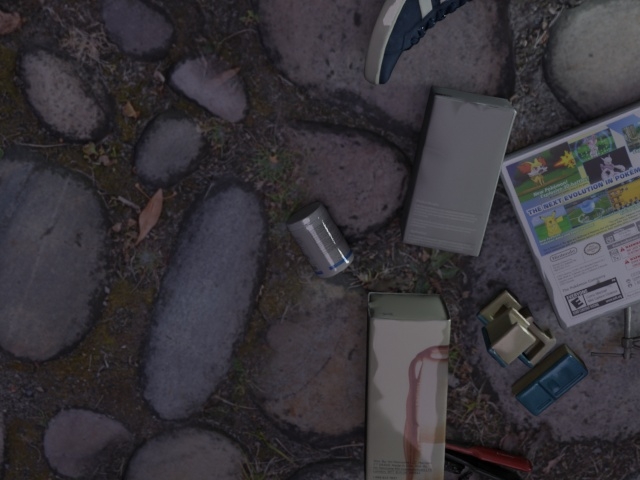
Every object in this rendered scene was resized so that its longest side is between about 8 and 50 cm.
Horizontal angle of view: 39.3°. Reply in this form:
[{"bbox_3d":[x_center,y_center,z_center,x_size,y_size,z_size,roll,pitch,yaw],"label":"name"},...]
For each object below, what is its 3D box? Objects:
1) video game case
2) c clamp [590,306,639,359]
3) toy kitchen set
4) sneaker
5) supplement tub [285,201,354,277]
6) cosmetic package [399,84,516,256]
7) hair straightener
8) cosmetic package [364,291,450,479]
[{"bbox_3d":[0.479,-0.051,1.394,0.329,0.036,0.300,-22,101,11],"label":"video game case"},{"bbox_3d":[0.518,0.120,1.455,0.137,0.022,0.161,6,97,13],"label":"c clamp"},{"bbox_3d":[0.328,0.204,1.436,0.207,0.166,0.122,43,106,-11],"label":"toy kitchen set"},{"bbox_3d":[0.186,-0.360,1.260,0.148,0.131,0.350,27,109,-2],"label":"sneaker"},{"bbox_3d":[0.000,0.000,1.431,0.071,0.071,0.107,-27,106,12],"label":"supplement tub"},{"bbox_3d":[0.205,-0.107,1.368,0.127,0.107,0.238,12,107,-1],"label":"cosmetic package"},{"bbox_3d":[0.249,0.398,1.573,0.230,0.047,0.089,14,109,-2],"label":"hair straightener"},{"bbox_3d":[0.137,0.245,1.453,0.129,0.153,0.296,1,104,3],"label":"cosmetic package"}]
